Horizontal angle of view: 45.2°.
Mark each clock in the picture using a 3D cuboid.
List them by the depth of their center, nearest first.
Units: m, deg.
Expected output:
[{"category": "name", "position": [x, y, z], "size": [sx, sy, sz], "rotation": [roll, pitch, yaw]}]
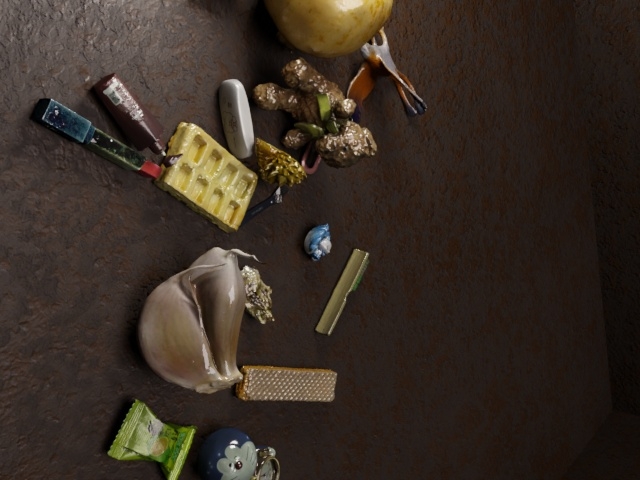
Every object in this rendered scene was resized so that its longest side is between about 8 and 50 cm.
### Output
[{"category": "clock", "position": [-0.214, 0.586, 1.964], "size": [0.199, 0.147, 0.243], "rotation": [-59, 137, -29]}]

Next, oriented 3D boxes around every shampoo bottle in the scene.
[{"category": "shampoo bottle", "position": [-0.396, -0.257, 1.681], "size": [0.236, 0.068, 0.067], "rotation": [55, 18, -30]}]

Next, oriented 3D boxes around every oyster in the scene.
[{"category": "oyster", "position": [-0.169, 0.139, 2.011], "size": [0.165, 0.053, 0.108], "rotation": [57, 46, -27]}]

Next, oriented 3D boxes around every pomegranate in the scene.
[{"category": "pomegranate", "position": [0.002, -0.597, 1.907], "size": [0.342, 0.342, 0.342], "rotation": [-9, 103, -46]}]

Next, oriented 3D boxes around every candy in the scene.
[{"category": "candy", "position": [-0.387, 0.480, 1.819], "size": [0.246, 0.069, 0.149], "rotation": [41, 64, -43]}]

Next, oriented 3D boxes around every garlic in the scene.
[{"category": "garlic", "position": [-0.291, 0.160, 1.753], "size": [0.231, 0.246, 0.340], "rotation": [2, 110, -36]}]

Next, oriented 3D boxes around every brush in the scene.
[{"category": "brush", "position": [0.006, -0.292, 2.132], "size": [0.103, 0.047, 0.233], "rotation": [33, 75, -42]}, {"category": "brush", "position": [0.068, 0.154, 2.261], "size": [0.282, 0.054, 0.048], "rotation": [-62, 146, -20]}]

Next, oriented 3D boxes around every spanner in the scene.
[{"category": "spanner", "position": [-0.154, -0.091, 2.018], "size": [0.208, 0.012, 0.046], "rotation": [-37, 121, -36]}]

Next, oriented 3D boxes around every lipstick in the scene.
[{"category": "lipstick", "position": [-0.467, -0.204, 1.644], "size": [0.312, 0.051, 0.051], "rotation": [32, 71, -46]}]

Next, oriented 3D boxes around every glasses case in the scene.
[{"category": "glasses case", "position": [-0.206, -0.297, 1.885], "size": [0.049, 0.074, 0.193], "rotation": [-23, 113, -42]}]

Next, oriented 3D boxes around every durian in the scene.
[{"category": "durian", "position": [-0.122, -0.187, 1.922], "size": [0.078, 0.140, 0.224], "rotation": [-59, 149, -6]}]

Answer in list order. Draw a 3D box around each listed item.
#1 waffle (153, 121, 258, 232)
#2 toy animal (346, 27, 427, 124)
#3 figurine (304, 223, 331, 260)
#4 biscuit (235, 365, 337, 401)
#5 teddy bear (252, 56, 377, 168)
[{"category": "waffle", "position": [-0.266, -0.147, 1.856], "size": [0.274, 0.057, 0.168], "rotation": [38, 68, -42]}, {"category": "toy animal", "position": [0.212, -0.499, 2.266], "size": [0.284, 0.225, 0.302], "rotation": [-32, 108, -60]}, {"category": "figurine", "position": [0.000, 0.000, 2.145], "size": [0.114, 0.079, 0.114], "rotation": [-50, 154, -35]}, {"category": "biscuit", "position": [-0.085, 0.400, 2.134], "size": [0.379, 0.054, 0.094], "rotation": [14, 86, -47]}, {"category": "teddy bear", "position": [-0.015, -0.304, 1.979], "size": [0.296, 0.246, 0.222], "rotation": [9, 59, -52]}]
